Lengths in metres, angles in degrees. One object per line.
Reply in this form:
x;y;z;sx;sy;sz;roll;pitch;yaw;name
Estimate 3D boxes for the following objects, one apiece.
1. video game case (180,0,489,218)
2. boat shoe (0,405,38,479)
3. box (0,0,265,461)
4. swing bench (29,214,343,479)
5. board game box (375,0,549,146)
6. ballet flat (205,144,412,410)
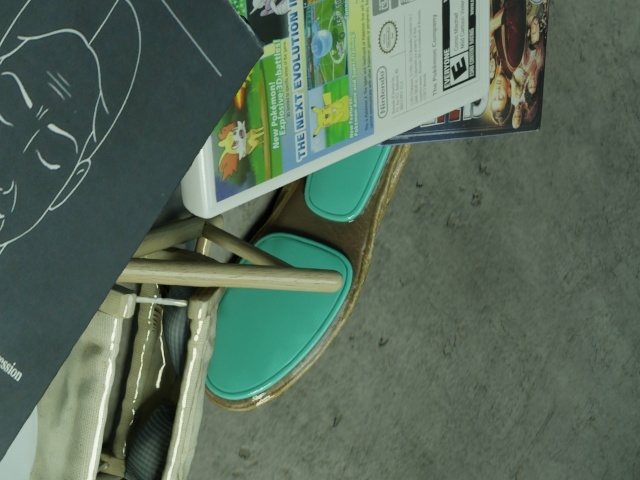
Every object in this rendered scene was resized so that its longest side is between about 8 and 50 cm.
0.010;-0.213;1.354;0.300;0.036;0.329;-25;127;-33;video game case
-0.285;0.208;1.310;0.113;0.105;0.306;-29;137;-56;boat shoe
-0.262;-0.064;1.081;0.395;0.212;0.293;-58;146;-14;box
-0.142;0.123;1.422;0.254;0.165;0.253;-4;113;-49;swing bench
0.114;-0.170;1.572;0.243;0.042;0.165;-10;107;-50;board game box
0.000;0.000;1.624;0.124;0.116;0.342;51;60;-74;ballet flat
